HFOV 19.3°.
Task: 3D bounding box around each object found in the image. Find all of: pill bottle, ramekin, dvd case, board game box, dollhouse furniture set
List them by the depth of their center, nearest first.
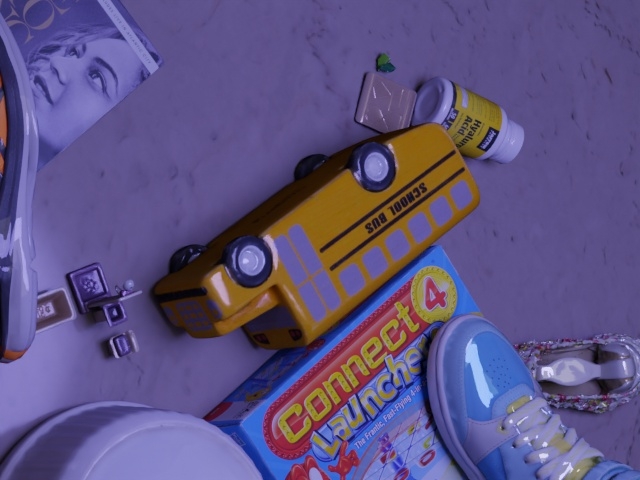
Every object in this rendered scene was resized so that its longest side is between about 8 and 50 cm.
[{"bbox_3d":[-0.159,0.271,1.674,0.273,0.127,0.273,9,73,-33],"label":"ramekin"},{"bbox_3d":[-0.215,0.075,1.701,0.114,0.081,0.091,-22,96,-34],"label":"dollhouse furniture set"},{"bbox_3d":[-0.266,-0.167,1.740,0.221,0.018,0.164,-45,108,-30],"label":"dvd case"},{"bbox_3d":[0.076,0.213,1.877,0.308,0.086,0.302,-41,107,-31],"label":"board game box"},{"bbox_3d":[0.157,-0.124,1.993,0.116,0.065,0.065,22,71,-30],"label":"pill bottle"}]

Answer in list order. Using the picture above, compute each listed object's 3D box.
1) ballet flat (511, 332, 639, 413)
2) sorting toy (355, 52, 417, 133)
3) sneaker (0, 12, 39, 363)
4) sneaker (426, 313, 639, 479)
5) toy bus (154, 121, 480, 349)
[{"bbox_3d":[0.290,0.145,2.038,0.241,0.077,0.091,-5,85,-35],"label":"ballet flat"},{"bbox_3d":[0.071,-0.152,1.969,0.062,0.012,0.083,21,76,-25],"label":"sorting toy"},{"bbox_3d":[-0.341,-0.048,1.598,0.180,0.124,0.321,-2,86,-30],"label":"sneaker"},{"bbox_3d":[0.236,0.209,1.807,0.127,0.208,0.319,-31,101,-32],"label":"sneaker"},{"bbox_3d":[0.000,0.000,1.844,0.333,0.108,0.130,-38,106,-32],"label":"toy bus"}]
